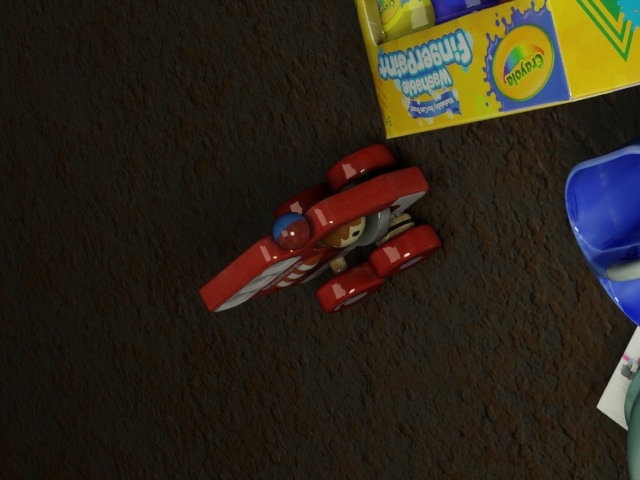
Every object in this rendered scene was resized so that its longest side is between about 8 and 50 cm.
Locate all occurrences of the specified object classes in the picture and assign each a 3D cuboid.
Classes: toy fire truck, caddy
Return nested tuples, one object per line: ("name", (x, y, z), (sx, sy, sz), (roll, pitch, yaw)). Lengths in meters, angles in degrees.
("toy fire truck", (0.000, 0.000, 2.096), (0.302, 0.254, 0.169), (-37, 78, 43))
("caddy", (0.392, -0.007, 1.655), (0.241, 0.179, 0.341), (59, 164, -3))

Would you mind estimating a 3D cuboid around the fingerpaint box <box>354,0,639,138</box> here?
("fingerpaint box", (0.189, -0.329, 1.774), (0.445, 0.163, 0.371), (-2, 103, 67))

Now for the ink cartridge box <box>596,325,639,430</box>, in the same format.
("ink cartridge box", (0.417, 0.136, 1.851), (0.061, 0.104, 0.181), (39, 126, 28))

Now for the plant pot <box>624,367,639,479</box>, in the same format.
("plant pot", (0.465, 0.221, 1.738), (0.196, 0.293, 0.293), (-124, 41, -52))
